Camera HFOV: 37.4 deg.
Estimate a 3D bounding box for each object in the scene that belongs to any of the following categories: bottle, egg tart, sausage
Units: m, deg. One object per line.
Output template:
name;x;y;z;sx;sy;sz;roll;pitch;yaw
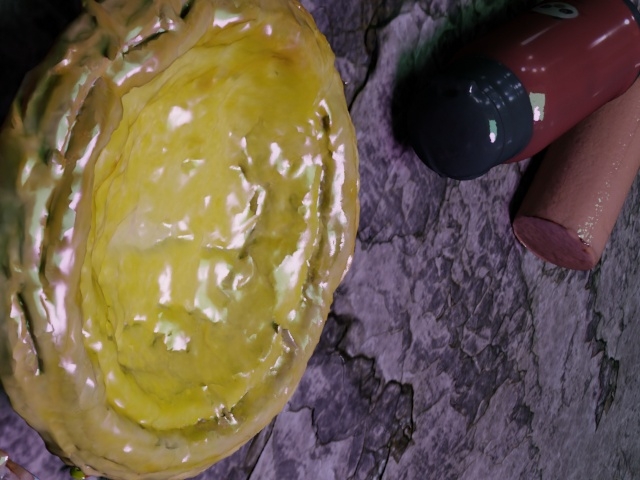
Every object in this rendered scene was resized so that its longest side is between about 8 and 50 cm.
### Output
bottle;0.216;-0.170;1.008;0.336;0.144;0.144;-32;129;-41
egg tart;-0.101;-0.018;0.621;0.345;0.132;0.346;-30;129;-46
sausage;0.356;-0.097;1.253;0.253;0.123;0.123;-60;145;-16

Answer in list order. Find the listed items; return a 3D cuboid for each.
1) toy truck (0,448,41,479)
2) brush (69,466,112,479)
toy truck;-0.176;0.189;0.516;0.133;0.184;0.338;-56;165;-23
brush;-0.161;0.179;0.726;0.083;0.018;0.021;8;107;-58
